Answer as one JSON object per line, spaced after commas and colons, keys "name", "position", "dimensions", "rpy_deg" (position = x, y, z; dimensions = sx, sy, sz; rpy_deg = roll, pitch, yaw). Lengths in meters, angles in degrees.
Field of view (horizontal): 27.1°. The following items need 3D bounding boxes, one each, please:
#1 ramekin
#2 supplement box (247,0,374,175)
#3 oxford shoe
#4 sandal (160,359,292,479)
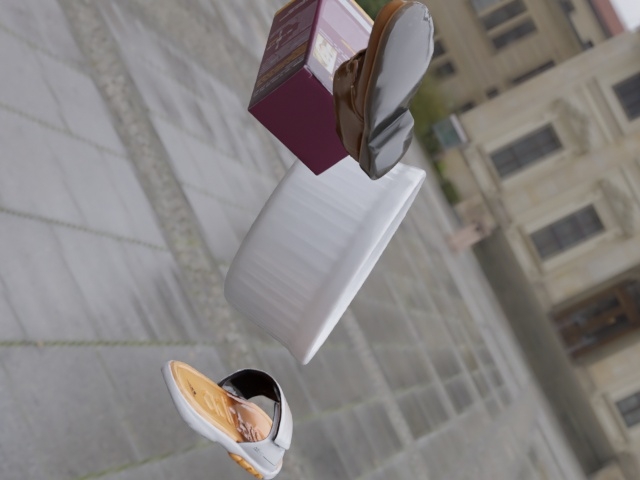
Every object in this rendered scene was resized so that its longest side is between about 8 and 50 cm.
{"name": "ramekin", "position": [0.000, 0.000, 1.609], "dimensions": [0.135, 0.277, 0.277], "rpy_deg": [33, 6, 4]}
{"name": "supplement box", "position": [0.002, -0.168, 1.329], "dimensions": [0.104, 0.081, 0.188], "rpy_deg": [43, 32, -24]}
{"name": "oxford shoe", "position": [0.042, -0.136, 1.131], "dimensions": [0.076, 0.076, 0.212], "rpy_deg": [44, -28, 18]}
{"name": "sandal", "position": [-0.077, 0.180, 1.403], "dimensions": [0.102, 0.076, 0.265], "rpy_deg": [65, 9, 28]}
